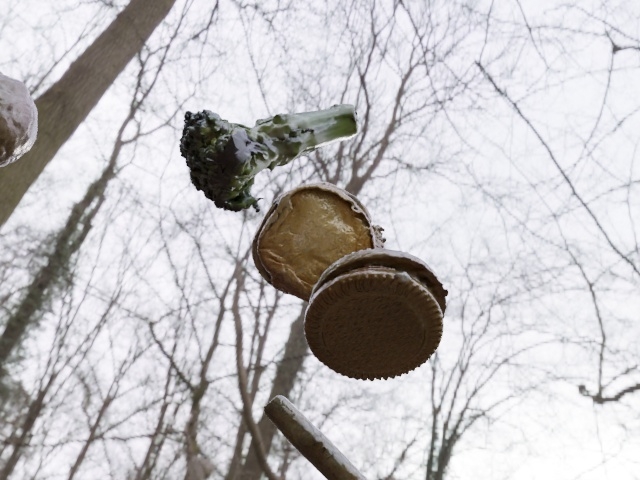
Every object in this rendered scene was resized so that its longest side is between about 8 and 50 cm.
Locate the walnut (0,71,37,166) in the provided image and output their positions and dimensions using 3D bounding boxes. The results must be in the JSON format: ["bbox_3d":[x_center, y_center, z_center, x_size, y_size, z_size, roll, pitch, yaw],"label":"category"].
[{"bbox_3d":[-0.781,-0.274,1.758,0.248,0.248,0.248,7,-44,7],"label":"walnut"}]

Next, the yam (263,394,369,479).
[{"bbox_3d":[0.003,0.457,1.653,0.317,0.067,0.071,43,-58,10],"label":"yam"}]

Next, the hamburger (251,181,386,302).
[{"bbox_3d":[0.000,0.000,1.568,0.285,0.146,0.243,-13,-81,-7],"label":"hamburger"}]

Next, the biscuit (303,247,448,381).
[{"bbox_3d":[0.096,0.131,1.317,0.259,0.079,0.259,1,-56,1],"label":"biscuit"}]

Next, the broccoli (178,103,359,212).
[{"bbox_3d":[-0.069,-0.155,1.196,0.304,0.146,0.165,-19,-24,-27],"label":"broccoli"}]
